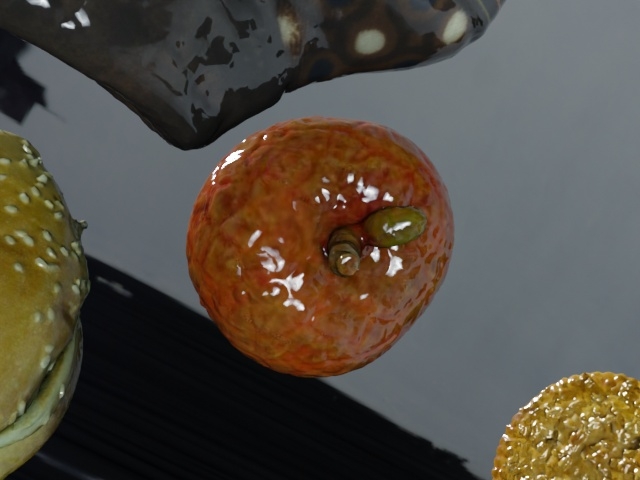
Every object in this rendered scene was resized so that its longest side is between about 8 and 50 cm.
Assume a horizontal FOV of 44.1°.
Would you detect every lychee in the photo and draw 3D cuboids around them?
[{"bbox_3d":[0.000,0.000,0.733,0.255,0.255,0.300,-64,4,-16],"label":"lychee"}]

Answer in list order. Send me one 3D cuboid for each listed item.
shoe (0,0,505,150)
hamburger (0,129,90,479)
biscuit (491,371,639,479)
[{"bbox_3d":[-0.057,-0.174,0.561,0.237,0.383,0.171,-64,32,14],"label":"shoe"},{"bbox_3d":[-0.209,0.035,0.374,0.122,0.189,0.215,104,171,-47],"label":"hamburger"},{"bbox_3d":[0.300,0.270,0.879,0.253,0.035,0.254,-23,54,36],"label":"biscuit"}]
